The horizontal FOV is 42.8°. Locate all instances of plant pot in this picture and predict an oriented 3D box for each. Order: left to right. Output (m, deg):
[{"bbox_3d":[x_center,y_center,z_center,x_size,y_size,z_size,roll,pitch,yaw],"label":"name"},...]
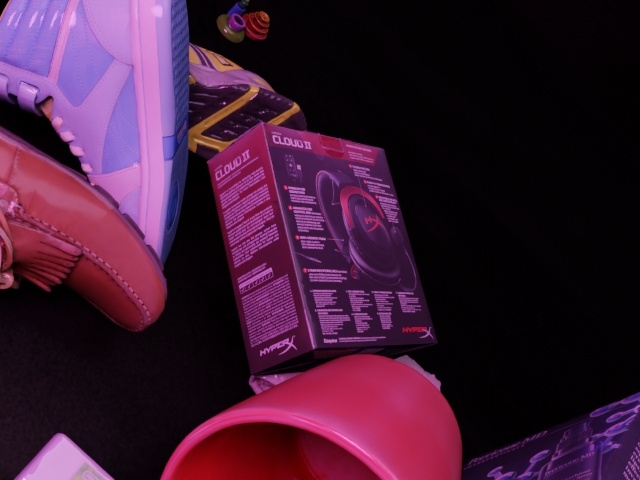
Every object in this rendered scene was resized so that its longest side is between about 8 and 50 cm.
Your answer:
[{"bbox_3d":[0.015,0.242,0.788,0.275,0.275,0.243,56,26,1],"label":"plant pot"}]

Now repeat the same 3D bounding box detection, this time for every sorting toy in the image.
[{"bbox_3d":[-0.116,-0.345,1.276,0.102,0.042,0.061,-21,78,-54],"label":"sorting toy"}]

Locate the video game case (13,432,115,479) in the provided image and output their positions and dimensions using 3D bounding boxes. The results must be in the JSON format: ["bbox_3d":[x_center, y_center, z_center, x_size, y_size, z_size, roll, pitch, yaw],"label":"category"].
[{"bbox_3d":[-0.192,0.293,0.630,0.212,0.023,0.193,47,57,-12],"label":"video game case"}]

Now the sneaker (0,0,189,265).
[{"bbox_3d":[-0.247,-0.119,0.848,0.208,0.319,0.127,4,19,-1],"label":"sneaker"}]

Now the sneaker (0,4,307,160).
[{"bbox_3d":[-0.204,-0.186,1.000,0.384,0.145,0.147,22,16,-34],"label":"sneaker"}]

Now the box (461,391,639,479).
[{"bbox_3d":[0.252,0.375,0.902,0.395,0.293,0.212,-23,81,-55],"label":"box"}]

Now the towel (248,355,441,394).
[{"bbox_3d":[0.041,0.182,1.028,0.282,0.049,0.187,40,37,-18],"label":"towel"}]

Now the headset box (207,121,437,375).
[{"bbox_3d":[0.000,0.000,0.970,0.218,0.110,0.293,4,66,-46],"label":"headset box"}]

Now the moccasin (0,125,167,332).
[{"bbox_3d":[-0.298,-0.026,0.720,0.380,0.139,0.147,44,54,-32],"label":"moccasin"}]
